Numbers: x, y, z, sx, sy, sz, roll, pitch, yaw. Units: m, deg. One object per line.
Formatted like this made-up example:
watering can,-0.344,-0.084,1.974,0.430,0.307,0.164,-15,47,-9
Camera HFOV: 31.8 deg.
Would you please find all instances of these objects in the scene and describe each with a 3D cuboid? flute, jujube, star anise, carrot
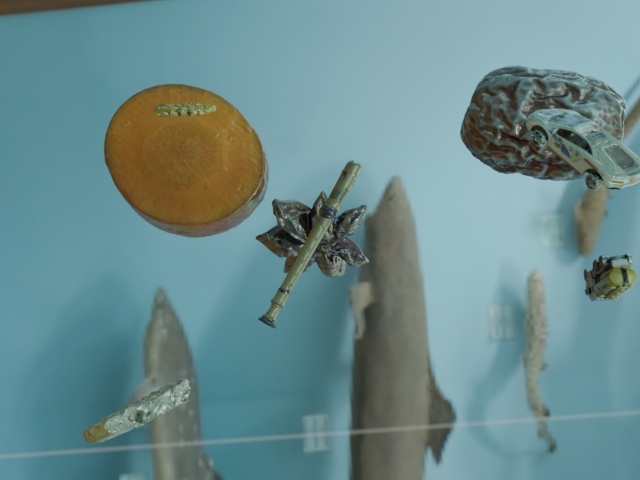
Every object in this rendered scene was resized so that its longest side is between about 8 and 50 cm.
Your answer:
flute,-0.010,0.002,1.385,0.233,0.027,0.027,-60,167,-12
jujube,0.436,-0.225,2.181,0.226,0.317,0.226,12,90,-78
star anise,-0.016,-0.004,1.937,0.212,0.197,0.073,85,10,-49
carrot,-0.232,-0.137,1.985,0.100,0.307,0.258,25,86,-76

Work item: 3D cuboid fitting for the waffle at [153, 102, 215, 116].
waffle,-0.179,-0.169,1.454,0.085,0.078,0.016,-44,133,-72

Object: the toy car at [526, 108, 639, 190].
toy car,0.394,-0.143,1.684,0.205,0.095,0.056,47,-41,33

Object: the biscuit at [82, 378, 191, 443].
biscuit,-0.284,0.272,1.806,0.040,0.188,0.265,65,20,1

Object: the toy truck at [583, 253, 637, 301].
toy truck,0.452,0.061,1.759,0.123,0.052,0.063,102,-17,-73
